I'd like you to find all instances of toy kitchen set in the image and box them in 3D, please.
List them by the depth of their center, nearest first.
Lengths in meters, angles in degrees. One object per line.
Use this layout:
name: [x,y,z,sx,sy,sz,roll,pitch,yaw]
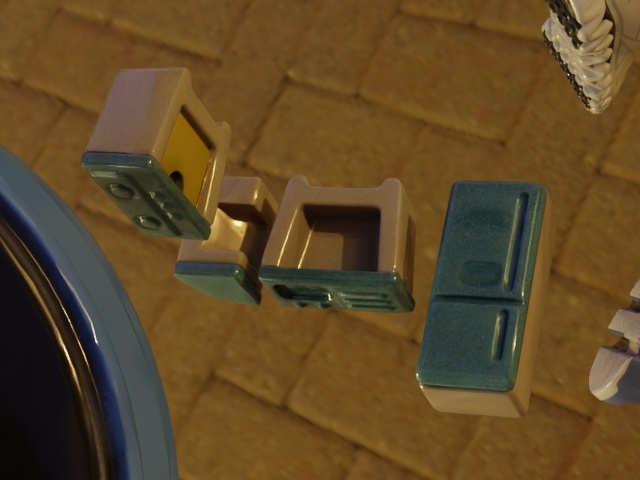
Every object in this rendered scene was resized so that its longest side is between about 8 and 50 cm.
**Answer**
toy kitchen set: [0.000,0.000,0.848,0.207,0.166,0.122,2,64,21]

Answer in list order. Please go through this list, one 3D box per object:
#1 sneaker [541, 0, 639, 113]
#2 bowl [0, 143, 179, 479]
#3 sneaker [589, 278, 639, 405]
sneaker: [0.282,-0.211,1.579,0.118,0.292,0.110,-31,74,0]
bowl: [-0.246,0.107,0.596,0.391,0.391,0.077,-63,0,-10]
sneaker: [0.375,0.034,1.340,0.315,0.182,0.127,-58,7,5]
